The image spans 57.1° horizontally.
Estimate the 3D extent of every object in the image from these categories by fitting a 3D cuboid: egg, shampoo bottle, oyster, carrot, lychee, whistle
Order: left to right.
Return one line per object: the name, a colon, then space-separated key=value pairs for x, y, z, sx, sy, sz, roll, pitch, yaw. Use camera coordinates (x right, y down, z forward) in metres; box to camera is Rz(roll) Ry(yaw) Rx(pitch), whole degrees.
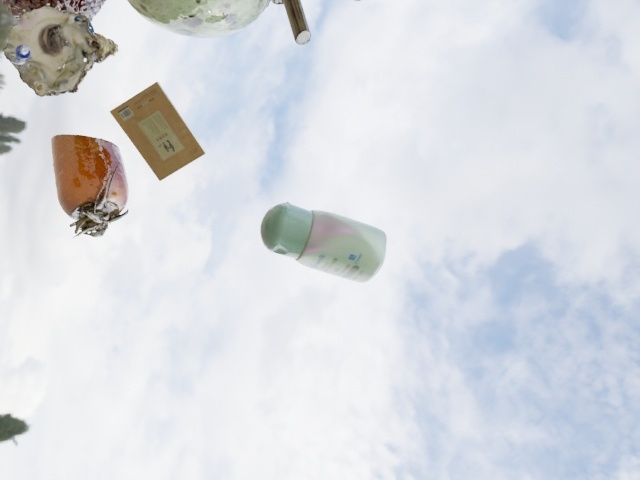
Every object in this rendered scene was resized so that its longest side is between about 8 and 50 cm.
whistle: x=-0.602 y=-0.374 z=1.182 sx=0.083 sy=0.033 sz=0.029 roll=-15 pitch=-83 yaw=54
lychee: x=-0.663 y=-0.647 z=1.448 sx=0.300 sy=0.264 sz=0.264 roll=13 pitch=-84 yaw=44
oyster: x=-0.603 y=-0.435 z=1.346 sx=0.214 sy=0.083 sz=0.223 roll=-44 pitch=-92 yaw=6
carrot: x=-0.649 y=-0.159 z=1.687 sx=0.214 sy=0.193 sz=0.331 roll=-16 pitch=-108 yaw=13
egg: x=-0.303 y=-0.635 z=1.414 sx=0.287 sy=0.379 sz=0.288 roll=-12 pitch=-107 yaw=47
shampoo bottle: x=0.000 y=0.000 z=1.655 sx=0.222 sy=0.349 sz=0.151 roll=134 pitch=-30 yaw=-58

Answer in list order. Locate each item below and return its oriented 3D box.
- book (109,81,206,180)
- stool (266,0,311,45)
book: x=-0.331 y=-0.220 z=1.203 sx=0.118 sy=0.172 sz=0.012 roll=-28 pitch=-158 yaw=8
stool: x=-0.063 y=-0.770 z=1.668 sx=0.310 sy=0.310 sz=0.226 roll=-32 pitch=-116 yaw=22
